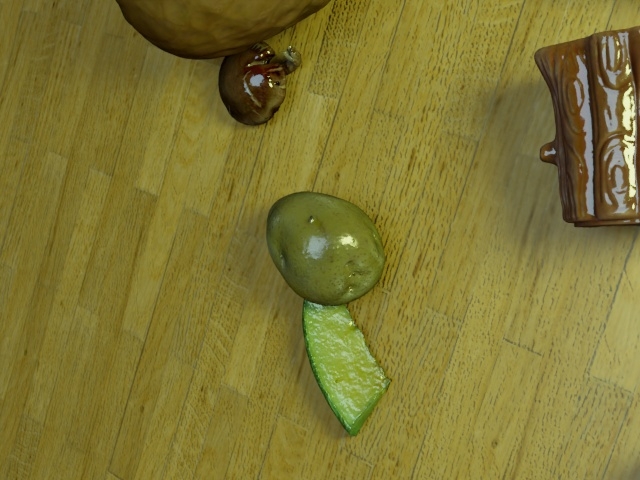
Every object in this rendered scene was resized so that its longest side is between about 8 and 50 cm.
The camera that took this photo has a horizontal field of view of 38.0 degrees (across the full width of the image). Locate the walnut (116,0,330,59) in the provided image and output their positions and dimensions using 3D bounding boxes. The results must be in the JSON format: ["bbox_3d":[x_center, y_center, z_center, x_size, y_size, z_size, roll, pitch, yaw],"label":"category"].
[{"bbox_3d":[-0.143,-0.452,1.400,0.397,0.308,0.354,-14,45,31],"label":"walnut"}]

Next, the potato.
[{"bbox_3d":[0.000,0.000,1.377,0.157,0.157,0.194,-56,47,17],"label":"potato"}]

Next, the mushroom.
[{"bbox_3d":[-0.100,-0.261,1.490,0.170,0.080,0.135,-32,80,31],"label":"mushroom"}]

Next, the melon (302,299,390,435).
[{"bbox_3d":[0.027,0.158,1.394,0.114,0.053,0.262,-27,72,21],"label":"melon"}]

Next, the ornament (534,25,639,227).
[{"bbox_3d":[0.380,-0.127,1.092,0.235,0.221,0.218,-1,89,-10],"label":"ornament"}]
